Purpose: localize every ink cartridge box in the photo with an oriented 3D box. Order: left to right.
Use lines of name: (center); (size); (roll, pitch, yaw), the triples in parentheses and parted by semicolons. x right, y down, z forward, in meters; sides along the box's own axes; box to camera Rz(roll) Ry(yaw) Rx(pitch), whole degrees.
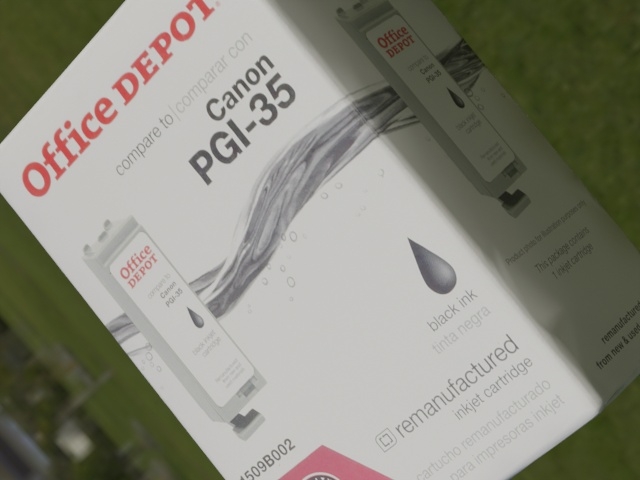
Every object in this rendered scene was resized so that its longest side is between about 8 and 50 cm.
ink cartridge box: (0.000, 0.000, 0.934); (0.283, 0.117, 0.207); (51, 127, 4)
